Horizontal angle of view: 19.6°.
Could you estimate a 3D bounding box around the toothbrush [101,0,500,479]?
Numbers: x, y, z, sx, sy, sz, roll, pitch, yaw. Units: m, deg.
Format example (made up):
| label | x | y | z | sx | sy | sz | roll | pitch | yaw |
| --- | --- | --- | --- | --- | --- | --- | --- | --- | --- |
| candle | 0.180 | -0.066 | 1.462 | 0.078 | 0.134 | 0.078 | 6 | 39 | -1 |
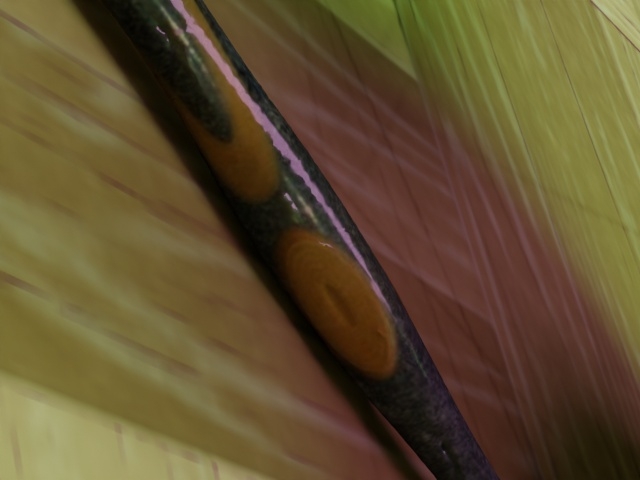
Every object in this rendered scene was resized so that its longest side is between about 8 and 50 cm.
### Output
| label | x | y | z | sx | sy | sz | roll | pitch | yaw |
| --- | --- | --- | --- | --- | --- | --- | --- | --- | --- |
| toothbrush | 0.000 | 0.001 | 0.398 | 0.321 | 0.023 | 0.031 | 54 | 16 | -22 |
